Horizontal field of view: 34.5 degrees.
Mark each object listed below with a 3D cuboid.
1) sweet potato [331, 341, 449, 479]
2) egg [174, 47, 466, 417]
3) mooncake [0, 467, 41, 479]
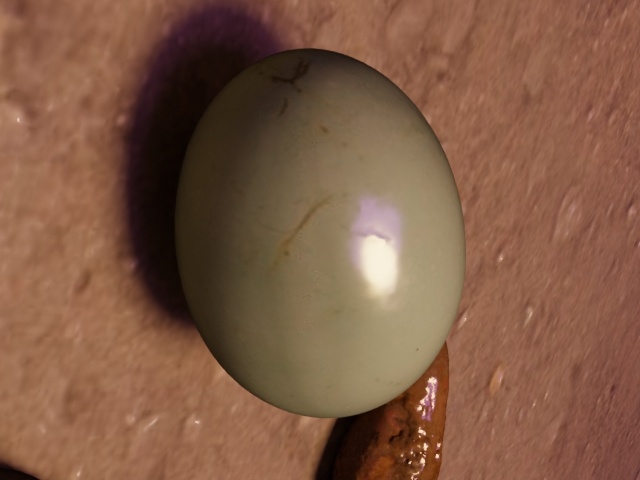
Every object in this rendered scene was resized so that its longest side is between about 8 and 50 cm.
[{"bbox_3d":[0.051,0.221,0.885,0.114,0.092,0.341,-54,154,-65],"label":"sweet potato"},{"bbox_3d":[0.000,0.000,0.600,0.168,0.168,0.231,-37,134,-37],"label":"egg"},{"bbox_3d":[-0.187,0.243,0.532,0.245,0.133,0.245,-24,126,-37],"label":"mooncake"}]
